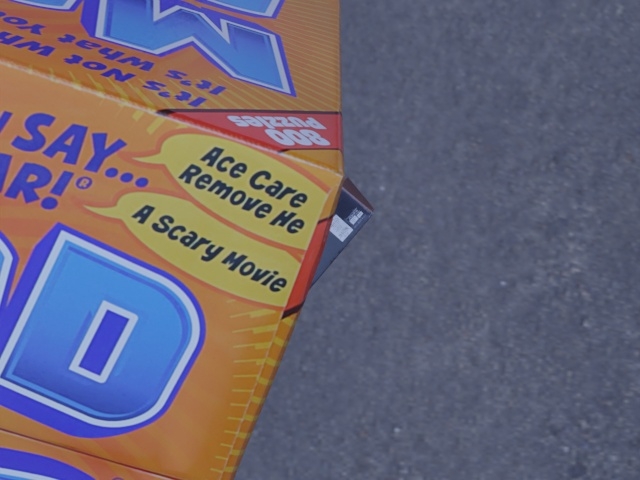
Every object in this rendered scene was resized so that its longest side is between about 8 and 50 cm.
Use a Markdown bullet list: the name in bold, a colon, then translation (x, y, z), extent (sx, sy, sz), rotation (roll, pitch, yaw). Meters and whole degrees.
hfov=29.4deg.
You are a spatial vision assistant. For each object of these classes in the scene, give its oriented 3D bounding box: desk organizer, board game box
- **desk organizer**: translation (0.000, 0.000, 1.235), extent (0.047, 0.050, 0.130), rotation (40, 109, 0)
- **board game box**: translation (-0.209, -0.004, 0.724), extent (0.356, 0.356, 0.356), rotation (-89, 18, -65)
